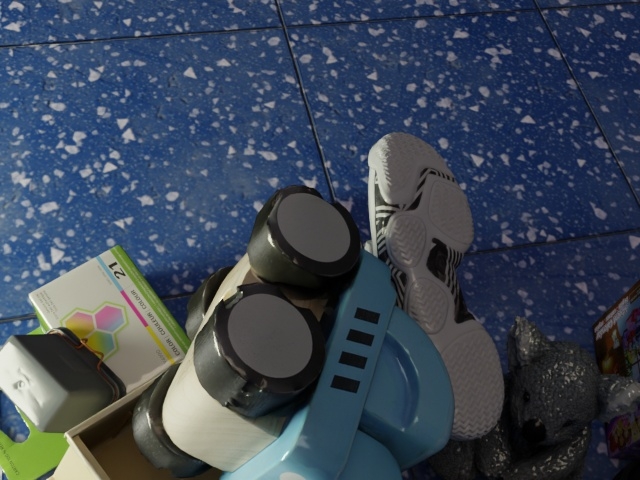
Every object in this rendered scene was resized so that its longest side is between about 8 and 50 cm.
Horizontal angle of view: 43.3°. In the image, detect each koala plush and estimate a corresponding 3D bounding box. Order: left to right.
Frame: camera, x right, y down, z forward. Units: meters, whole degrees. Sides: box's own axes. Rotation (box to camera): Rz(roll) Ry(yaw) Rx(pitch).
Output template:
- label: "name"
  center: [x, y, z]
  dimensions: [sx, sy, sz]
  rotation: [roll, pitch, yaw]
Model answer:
- label: "koala plush"
  center: [0.267, 0.200, 0.968]
  dimensions: [0.196, 0.221, 0.203]
  rotation: [31, 44, 21]

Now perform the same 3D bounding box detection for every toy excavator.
- label: "toy excavator"
  center: [0.047, 0.227, 0.777]
  dimensions: [0.445, 0.222, 0.433]
  rotation: [32, 45, -10]

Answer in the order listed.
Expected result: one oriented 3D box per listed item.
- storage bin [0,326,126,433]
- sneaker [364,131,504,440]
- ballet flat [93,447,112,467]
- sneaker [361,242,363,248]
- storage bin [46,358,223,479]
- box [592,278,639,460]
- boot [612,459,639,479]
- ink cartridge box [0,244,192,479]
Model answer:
- label: "storage bin"
  center: [-0.298, 0.156, 0.908]
  dimensions: [0.135, 0.091, 0.098]
  rotation: [38, 94, 20]
- label: "sneaker"
  center: [0.082, 0.066, 0.973]
  dimensions: [0.137, 0.210, 0.366]
  rotation: [1, 71, -38]
- label: "ballet flat"
  center: [-0.306, 0.377, 0.864]
  dimensions: [0.123, 0.123, 0.349]
  rotation: [12, 55, -1]
- label: "sneaker"
  center: [0.002, 0.000, 1.108]
  dimensions: [0.086, 0.163, 0.226]
  rotation: [-7, 58, -11]
- label: "storage bin"
  center: [-0.109, 0.268, 0.883]
  dimensions: [0.260, 0.123, 0.262]
  rotation: [49, 44, 10]
- label: "box"
  center: [0.439, 0.135, 1.011]
  dimensions: [0.057, 0.293, 0.201]
  rotation: [8, 57, -6]
- label: "boot"
  center: [0.467, 0.335, 0.799]
  dimensions: [0.146, 0.445, 0.367]
  rotation: [-8, 60, -14]
- label: "ink cartridge box"
  center: [-0.309, 0.154, 1.002]
  dimensions: [0.255, 0.097, 0.189]
  rotation: [-31, 68, -25]
